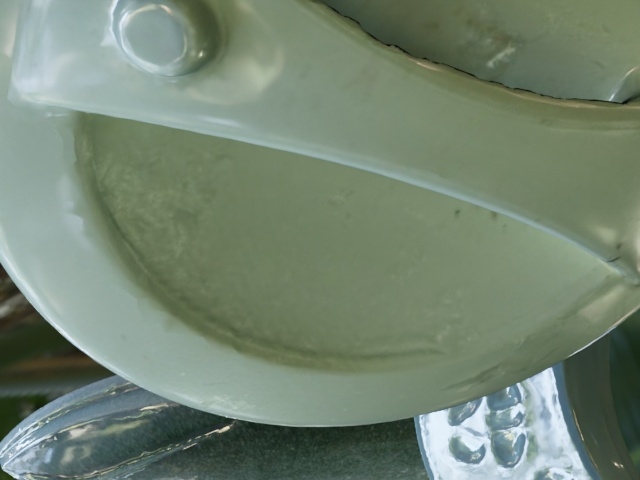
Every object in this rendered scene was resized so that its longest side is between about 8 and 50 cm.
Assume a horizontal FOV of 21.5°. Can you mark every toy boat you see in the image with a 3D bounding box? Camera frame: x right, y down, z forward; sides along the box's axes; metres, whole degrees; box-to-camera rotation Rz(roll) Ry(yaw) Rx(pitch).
[{"bbox_3d":[-0.059,0.126,1.148,0.141,0.319,0.092,90,170,-46],"label":"toy boat"}]

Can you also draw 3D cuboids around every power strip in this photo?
[{"bbox_3d":[0.099,0.045,0.668,0.044,0.137,0.216,17,-121,-50],"label":"power strip"}]

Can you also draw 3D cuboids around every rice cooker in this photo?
[{"bbox_3d":[0.004,-0.099,0.564,0.288,0.288,0.277,36,-164,-36],"label":"rice cooker"}]
